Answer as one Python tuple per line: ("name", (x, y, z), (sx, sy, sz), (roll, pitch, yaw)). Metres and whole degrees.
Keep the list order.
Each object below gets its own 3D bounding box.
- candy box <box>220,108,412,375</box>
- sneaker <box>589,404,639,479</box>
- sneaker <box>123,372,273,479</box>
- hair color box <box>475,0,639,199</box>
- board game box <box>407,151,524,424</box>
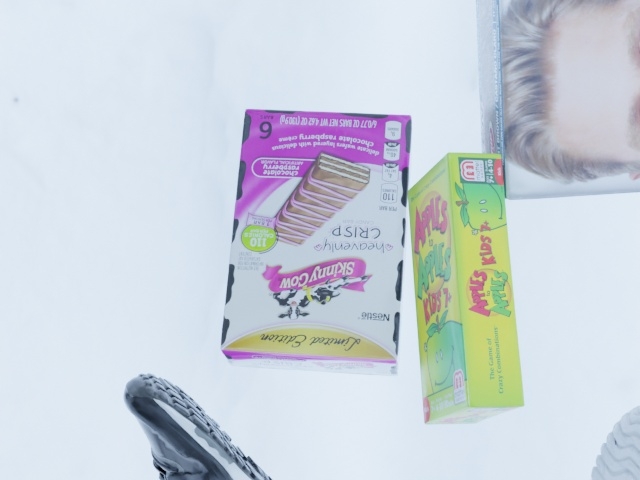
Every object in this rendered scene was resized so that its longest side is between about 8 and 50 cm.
("candy box", (0.000, 0.000, 1.139), (0.159, 0.071, 0.234), (2, 72, 5))
("sneaker", (0.238, 0.186, 0.690), (0.153, 0.094, 0.235), (-19, 89, -40))
("sneaker", (-0.120, 0.259, 1.243), (0.124, 0.107, 0.283), (-42, 116, -5))
("hair color box", (0.298, -0.129, 0.944), (0.347, 0.105, 0.174), (-4, 99, -2))
("board game box", (0.103, 0.037, 0.905), (0.043, 0.092, 0.181), (1, 74, -15))
